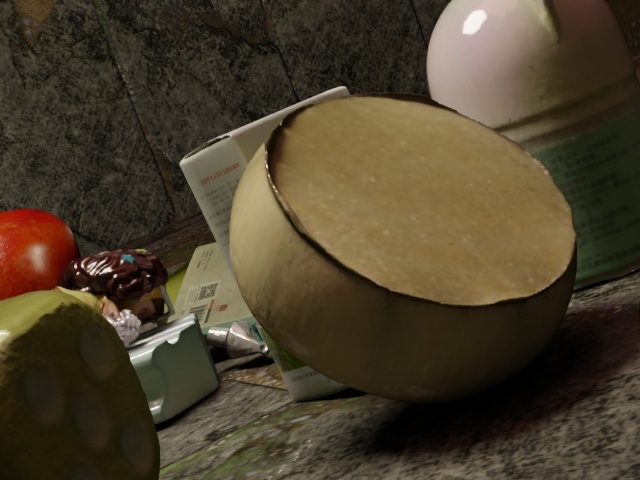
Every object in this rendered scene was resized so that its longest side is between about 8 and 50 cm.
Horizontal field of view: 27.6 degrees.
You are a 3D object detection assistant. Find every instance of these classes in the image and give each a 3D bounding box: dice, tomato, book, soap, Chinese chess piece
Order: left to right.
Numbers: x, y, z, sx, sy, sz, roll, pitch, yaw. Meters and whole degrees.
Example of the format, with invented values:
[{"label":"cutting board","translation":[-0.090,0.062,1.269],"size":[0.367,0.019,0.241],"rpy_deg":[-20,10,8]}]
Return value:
[{"label":"dice","translation":[-0.306,0.194,1.194],"size":[0.238,0.233,0.227],"rpy_deg":[-17,10,24]},{"label":"tomato","translation":[-0.558,0.097,2.276],"size":[0.290,0.293,0.325],"rpy_deg":[-5,5,7]},{"label":"soap","translation":[-0.274,0.191,1.594],"size":[0.289,0.095,0.173],"rpy_deg":[-20,7,-3]},{"label":"book","translation":[-0.074,0.049,1.799],"size":[0.283,0.025,0.215],"rpy_deg":[-12,36,24]},{"label":"Chinese chess piece","translation":[0.081,-0.001,1.254],"size":[0.338,0.338,0.140],"rpy_deg":[-28,-31,-43]}]

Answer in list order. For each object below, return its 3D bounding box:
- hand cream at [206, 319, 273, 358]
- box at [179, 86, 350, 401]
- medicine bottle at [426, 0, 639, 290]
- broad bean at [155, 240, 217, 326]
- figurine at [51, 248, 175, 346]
[{"label":"hand cream","translation":[-0.026,0.117,1.652],"size":[0.257,0.050,0.084],"rpy_deg":[-8,13,17]},{"label":"box","translation":[0.000,0.000,1.451],"size":[0.106,0.299,0.200],"rpy_deg":[-24,3,45]},{"label":"medicine bottle","translation":[0.256,-0.161,1.524],"size":[0.236,0.406,0.236],"rpy_deg":[-20,9,3]},{"label":"broad bean","translation":[-0.142,0.064,2.013],"size":[0.238,0.119,0.291],"rpy_deg":[-18,10,19]},{"label":"figurine","translation":[-0.285,0.079,1.618],"size":[0.175,0.115,0.240],"rpy_deg":[-15,8,38]}]
